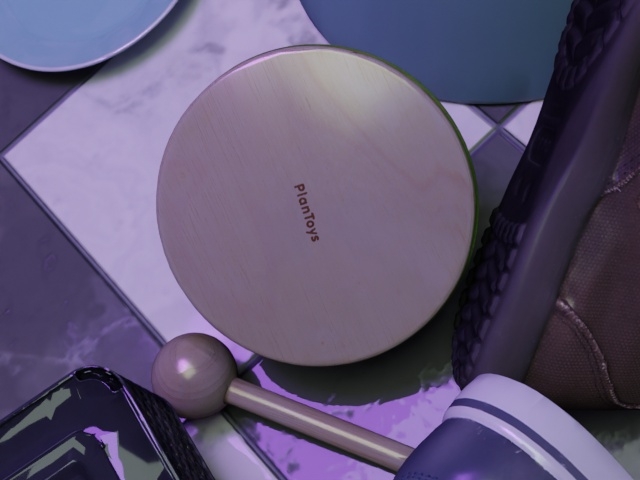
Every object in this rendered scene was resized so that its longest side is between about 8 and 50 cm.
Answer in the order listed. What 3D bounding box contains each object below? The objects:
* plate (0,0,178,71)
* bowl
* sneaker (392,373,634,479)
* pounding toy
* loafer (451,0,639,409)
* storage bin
[{"bbox_3d":[-0.175,-0.203,0.864,0.188,0.024,0.188,-5,67,12],"label":"plate"},{"bbox_3d":[0.107,-0.259,0.736,0.312,0.163,0.311,-5,68,14],"label":"bowl"},{"bbox_3d":[0.151,0.213,0.521,0.321,0.126,0.127,42,69,6],"label":"sneaker"},{"bbox_3d":[0.000,0.000,0.709,0.183,0.110,0.236,12,102,8],"label":"pounding toy"},{"bbox_3d":[0.189,-0.067,0.622,0.130,0.134,0.365,20,107,-5],"label":"loafer"},{"bbox_3d":[-0.108,0.171,0.612,0.122,0.084,0.180,-34,68,0],"label":"storage bin"}]
